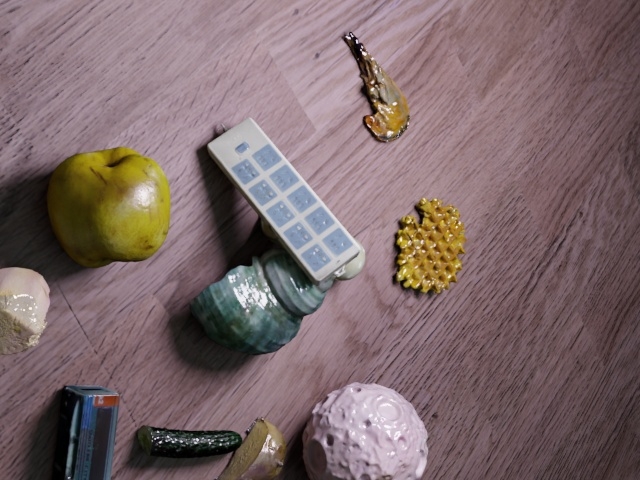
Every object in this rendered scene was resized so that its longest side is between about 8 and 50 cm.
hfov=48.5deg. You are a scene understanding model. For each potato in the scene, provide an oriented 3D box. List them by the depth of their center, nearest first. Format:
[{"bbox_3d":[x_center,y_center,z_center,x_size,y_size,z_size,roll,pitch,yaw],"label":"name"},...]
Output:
[{"bbox_3d":[-0.118,0.443,1.380,0.172,0.089,0.100,-52,123,-27],"label":"potato"}]

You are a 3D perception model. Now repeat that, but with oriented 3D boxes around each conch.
[{"bbox_3d":[-0.098,0.108,1.343,0.277,0.195,0.220,-18,137,4],"label":"conch"}]

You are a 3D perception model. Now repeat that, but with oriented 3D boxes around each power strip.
[{"bbox_3d":[-0.075,-0.080,1.313,0.106,0.043,0.367,-37,79,-15],"label":"power strip"}]

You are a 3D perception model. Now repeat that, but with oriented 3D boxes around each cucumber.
[{"bbox_3d":[-0.233,0.373,1.313,0.215,0.052,0.058,15,53,-40],"label":"cucumber"}]

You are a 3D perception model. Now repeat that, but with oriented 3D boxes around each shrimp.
[{"bbox_3d":[0.121,-0.334,1.576,0.262,0.066,0.117,50,62,-26],"label":"shrimp"}]

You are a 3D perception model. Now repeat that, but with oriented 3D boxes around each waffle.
[{"bbox_3d":[0.268,0.014,1.712,0.232,0.051,0.228,10,84,-40],"label":"waffle"}]

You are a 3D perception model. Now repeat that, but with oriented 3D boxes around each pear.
[{"bbox_3d":[-0.334,-0.050,1.139,0.200,0.200,0.199,-1,92,-39],"label":"pear"}]

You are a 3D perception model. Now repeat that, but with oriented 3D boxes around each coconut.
[{"bbox_3d":[-0.470,0.102,1.074,0.116,0.122,0.116,-7,126,-10],"label":"coconut"}]

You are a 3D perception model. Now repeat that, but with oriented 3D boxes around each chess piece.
[{"bbox_3d":[0.000,0.000,1.456,0.243,0.133,0.133,40,66,-40],"label":"chess piece"}]

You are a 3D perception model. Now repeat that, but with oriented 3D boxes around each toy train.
[{"bbox_3d":[-0.394,0.446,1.157,0.089,0.086,0.409,8,86,-41],"label":"toy train"}]

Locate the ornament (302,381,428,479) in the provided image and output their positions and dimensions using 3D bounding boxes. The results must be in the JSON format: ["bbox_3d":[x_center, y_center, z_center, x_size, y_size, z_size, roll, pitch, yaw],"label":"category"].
[{"bbox_3d":[0.082,0.418,1.436,0.225,0.259,0.259,-1,92,-35],"label":"ornament"}]
